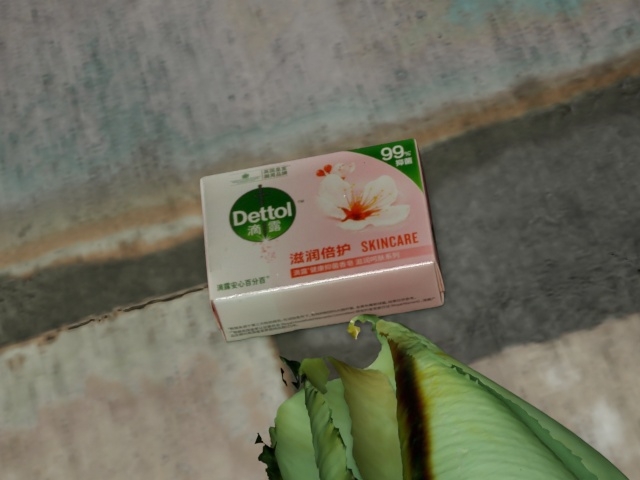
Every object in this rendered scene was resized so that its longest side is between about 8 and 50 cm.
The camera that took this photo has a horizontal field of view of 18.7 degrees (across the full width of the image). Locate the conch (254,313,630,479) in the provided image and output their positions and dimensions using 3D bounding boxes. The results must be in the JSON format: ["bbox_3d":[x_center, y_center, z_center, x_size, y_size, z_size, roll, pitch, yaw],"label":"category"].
[{"bbox_3d":[0.048,0.120,0.907,0.143,0.137,0.250,-40,57,-16],"label":"conch"}]

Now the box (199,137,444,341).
[{"bbox_3d":[0.000,0.000,1.060,0.125,0.043,0.089,-11,53,3],"label":"box"}]
